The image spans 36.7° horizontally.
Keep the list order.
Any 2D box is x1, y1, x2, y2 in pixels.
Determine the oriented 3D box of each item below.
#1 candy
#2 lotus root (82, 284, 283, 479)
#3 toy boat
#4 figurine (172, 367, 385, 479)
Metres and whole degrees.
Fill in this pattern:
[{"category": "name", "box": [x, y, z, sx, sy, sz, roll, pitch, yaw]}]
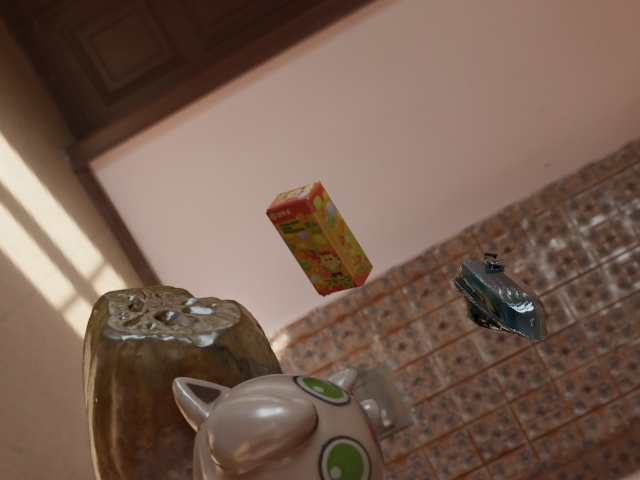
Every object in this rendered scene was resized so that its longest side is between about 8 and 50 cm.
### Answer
[{"category": "candy", "box": [0.000, 0.000, 1.045, 0.122, 0.062, 0.038, 57, 42, -22]}, {"category": "lotus root", "box": [-0.179, 0.180, 1.289, 0.316, 0.316, 0.250, -106, -169, -62]}, {"category": "toy boat", "box": [0.169, 0.060, 0.882, 0.141, 0.055, 0.060, -124, -135, -68]}, {"category": "figurine", "box": [-0.018, 0.135, 0.574, 0.138, 0.125, 0.125, 15, 33, -28]}]
